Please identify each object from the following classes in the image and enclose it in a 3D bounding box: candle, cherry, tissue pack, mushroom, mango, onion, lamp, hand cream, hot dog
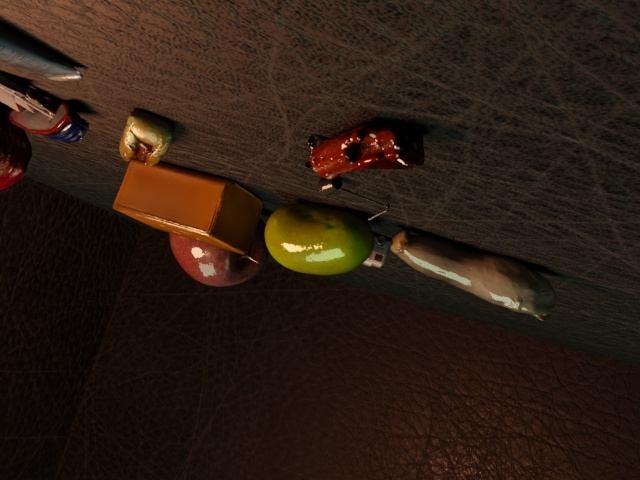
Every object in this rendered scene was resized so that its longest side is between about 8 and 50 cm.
[{"bbox_3d":[0.042,-0.113,1.060,0.084,0.059,0.301,30,170,-18],"label":"candle"},{"bbox_3d":[-0.271,-0.003,2.109,0.307,0.221,0.261,37,-155,33],"label":"cherry"},{"bbox_3d":[-0.306,-0.083,1.886,0.274,0.145,0.194,15,174,23],"label":"tissue pack"},{"bbox_3d":[0.305,0.063,1.632,0.351,0.097,0.109,20,173,11],"label":"mushroom"},{"bbox_3d":[0.002,0.002,1.736,0.273,0.149,0.185,8,167,35],"label":"mango"},{"bbox_3d":[-0.758,-0.207,1.842,0.207,0.216,0.206,5,171,32],"label":"onion"},{"bbox_3d":[0.058,-0.079,1.406,0.121,0.041,0.054,25,162,-24],"label":"lamp"},{"bbox_3d":[-0.454,-0.274,1.125,0.088,0.055,0.256,4,168,35],"label":"hand cream"},{"bbox_3d":[-0.321,-0.177,1.470,0.084,0.073,0.242,15,175,-17],"label":"hot dog"}]

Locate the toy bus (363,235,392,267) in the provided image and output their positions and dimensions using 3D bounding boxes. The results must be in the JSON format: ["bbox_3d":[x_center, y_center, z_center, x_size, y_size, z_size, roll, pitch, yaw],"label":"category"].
[{"bbox_3d":[0.097,0.015,1.877,0.123,0.075,0.060,18,174,-2],"label":"toy bus"}]

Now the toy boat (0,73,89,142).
[{"bbox_3d":[-0.589,-0.267,1.504,0.318,0.072,0.219,24,169,-20],"label":"toy boat"}]
